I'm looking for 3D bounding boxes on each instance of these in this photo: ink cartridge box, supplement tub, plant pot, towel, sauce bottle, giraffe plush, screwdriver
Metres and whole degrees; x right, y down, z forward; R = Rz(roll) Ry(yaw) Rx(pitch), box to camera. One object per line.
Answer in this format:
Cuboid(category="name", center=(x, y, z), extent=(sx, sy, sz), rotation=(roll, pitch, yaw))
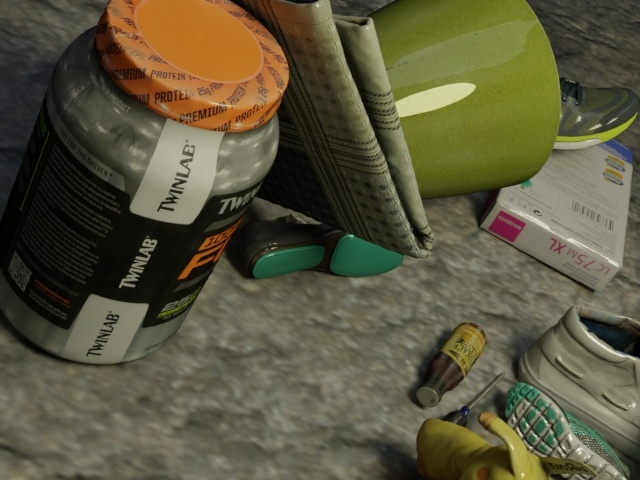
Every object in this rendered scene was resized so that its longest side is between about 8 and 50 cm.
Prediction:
Cuboid(category="ink cartridge box", center=(0.339, -0.077, 1.461), extent=(0.186, 0.065, 0.311), rotation=(29, 41, -1))
Cuboid(category="supplement tub", center=(-0.158, -0.053, 0.902), extent=(0.194, 0.316, 0.193), rotation=(18, 42, -17))
Cuboid(category="plant pot", center=(0.083, -0.158, 1.246), extent=(0.294, 0.274, 0.274), rotation=(-19, 60, -27))
Cuboid(category="towel", center=(-0.049, -0.140, 1.006), extent=(0.312, 0.324, 0.056), rotation=(22, 61, 38))
Cuboid(category="sauce bottle", center=(0.141, 0.135, 1.125), extent=(0.042, 0.042, 0.128), rotation=(37, 40, 6))
Cuboid(category="giraffe plush", center=(0.136, 0.267, 0.908), extent=(0.181, 0.210, 0.170), rotation=(38, 68, 1))
Cuboid(category="screwdriver", center=(0.160, 0.175, 1.119), extent=(0.025, 0.024, 0.170), rotation=(15, 26, 24))

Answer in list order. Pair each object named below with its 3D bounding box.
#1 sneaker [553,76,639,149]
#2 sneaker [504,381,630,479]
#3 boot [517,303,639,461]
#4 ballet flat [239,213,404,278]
Cuboid(category="sneaker", center=(0.286, -0.202, 1.425), extent=(0.300, 0.121, 0.111), rotation=(3, 37, 3))
Cuboid(category="sneaker", center=(0.267, 0.217, 1.122), extent=(0.166, 0.065, 0.076), rotation=(48, 25, 13))
Cuboid(category="boot", center=(0.360, 0.167, 1.172), extent=(0.258, 0.123, 0.095), rotation=(26, 40, -9))
Cuboid(category="ballet flat", center=(0.000, 0.000, 1.151), extent=(0.203, 0.074, 0.074), rotation=(-2, 50, -31))
